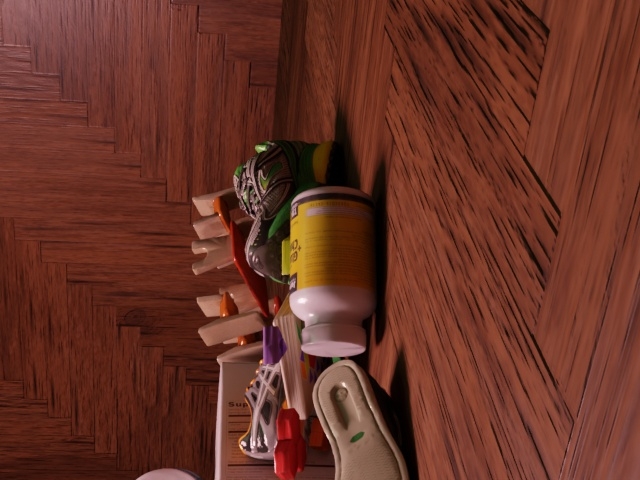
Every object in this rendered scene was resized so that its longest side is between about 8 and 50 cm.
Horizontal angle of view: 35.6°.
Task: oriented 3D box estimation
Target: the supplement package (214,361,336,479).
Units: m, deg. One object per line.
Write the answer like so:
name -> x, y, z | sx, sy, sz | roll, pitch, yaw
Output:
supplement package -> -0.058, 0.326, 1.374 | 0.293, 0.175, 0.178 | -97, 11, -57

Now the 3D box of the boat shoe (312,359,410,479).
boat shoe -> 0.055, 0.225, 0.966 | 0.079, 0.084, 0.233 | 46, -158, -42

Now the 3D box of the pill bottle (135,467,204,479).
pill bottle -> -0.213, 0.388, 1.424 | 0.221, 0.124, 0.124 | 100, 171, -76

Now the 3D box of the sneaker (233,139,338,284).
sneaker -> -0.063, -0.046, 1.449 | 0.343, 0.146, 0.134 | -74, -11, -63

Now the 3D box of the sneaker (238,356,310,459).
sneaker -> -0.058, 0.191, 1.311 | 0.084, 0.083, 0.215 | 63, -156, -43

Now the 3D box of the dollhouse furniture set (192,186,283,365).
dollhouse furniture set -> -0.092, 0.078, 1.540 | 0.259, 0.135, 0.262 | 66, -169, -48

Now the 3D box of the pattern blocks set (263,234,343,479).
pattern blocks set -> -0.020, 0.134, 1.259 | 0.325, 0.026, 0.286 | -17, -77, -76

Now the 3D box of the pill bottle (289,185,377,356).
pill bottle -> 0.015, 0.037, 1.161 | 0.103, 0.103, 0.184 | 110, 162, -69
